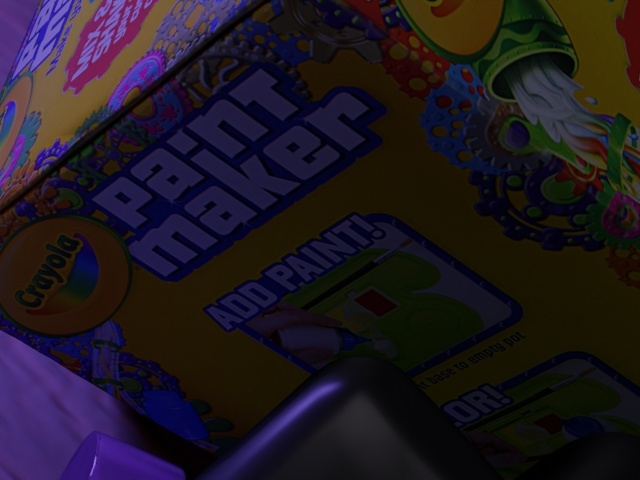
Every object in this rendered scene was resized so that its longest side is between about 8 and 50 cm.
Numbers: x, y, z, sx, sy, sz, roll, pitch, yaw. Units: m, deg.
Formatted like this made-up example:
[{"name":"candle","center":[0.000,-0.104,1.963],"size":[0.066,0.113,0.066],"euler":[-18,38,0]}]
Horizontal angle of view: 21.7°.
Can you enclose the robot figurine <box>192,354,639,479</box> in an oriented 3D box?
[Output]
[{"name":"robot figurine","center":[0.068,0.156,0.392],"size":[0.278,0.173,0.209],"euler":[48,35,7]}]

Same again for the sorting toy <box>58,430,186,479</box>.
[{"name":"sorting toy","center":[0.000,0.000,0.658],"size":[0.126,0.127,0.366],"euler":[26,54,-14]}]

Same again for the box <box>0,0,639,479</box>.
[{"name":"box","center":[0.070,-0.061,0.546],"size":[0.279,0.177,0.290],"euler":[33,48,-24]}]
